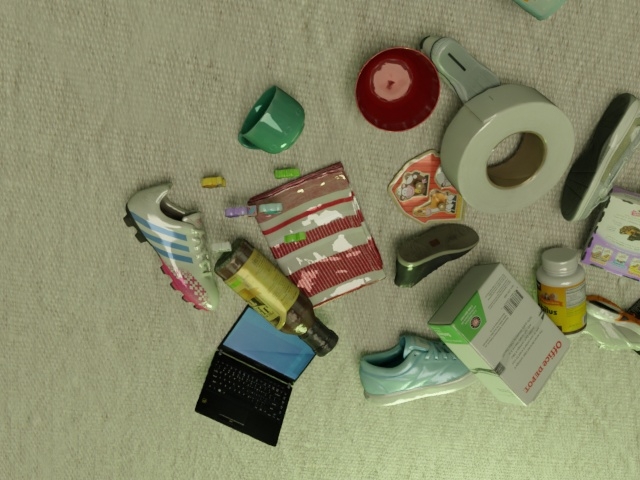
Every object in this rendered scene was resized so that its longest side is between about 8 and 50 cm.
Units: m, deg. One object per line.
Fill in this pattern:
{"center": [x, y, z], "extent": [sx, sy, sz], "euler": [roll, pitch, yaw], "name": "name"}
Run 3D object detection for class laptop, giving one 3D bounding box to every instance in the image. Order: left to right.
{"center": [-0.146, 0.335, 1.765], "extent": [0.234, 0.264, 0.137], "euler": [30, 143, -18], "name": "laptop"}

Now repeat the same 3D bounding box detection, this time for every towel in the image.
{"center": [0.000, 0.000, 1.694], "extent": [0.237, 0.037, 0.328], "euler": [-23, 115, 3], "name": "towel"}

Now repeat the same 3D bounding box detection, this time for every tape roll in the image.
{"center": [0.415, -0.201, 1.588], "extent": [0.287, 0.100, 0.286], "euler": [-10, 129, -12], "name": "tape roll"}

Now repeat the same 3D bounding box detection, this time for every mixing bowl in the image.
{"center": [0.158, -0.334, 1.531], "extent": [0.182, 0.098, 0.181], "euler": [-2, 116, -4], "name": "mixing bowl"}

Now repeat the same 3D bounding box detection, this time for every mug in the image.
{"center": [-0.100, -0.251, 1.531], "extent": [0.097, 0.158, 0.129], "euler": [33, 81, -22], "name": "mug"}

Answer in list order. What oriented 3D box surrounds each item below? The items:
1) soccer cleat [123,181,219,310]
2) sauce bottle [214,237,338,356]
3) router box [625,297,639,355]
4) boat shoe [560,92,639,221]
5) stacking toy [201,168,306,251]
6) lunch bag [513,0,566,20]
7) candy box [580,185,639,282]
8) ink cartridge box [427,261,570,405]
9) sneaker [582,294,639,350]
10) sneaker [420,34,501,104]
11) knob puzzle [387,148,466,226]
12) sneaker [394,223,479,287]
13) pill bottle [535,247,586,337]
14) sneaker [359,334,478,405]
{"center": [-0.303, 0.017, 1.615], "extent": [0.143, 0.116, 0.331], "euler": [-31, 114, 8], "name": "soccer cleat"}
{"center": [-0.097, 0.144, 1.687], "extent": [0.111, 0.111, 0.344], "euler": [-43, 105, 11], "name": "sauce bottle"}
{"center": [0.888, 0.247, 1.917], "extent": [0.179, 0.046, 0.133], "euler": [37, 104, -20], "name": "router box"}
{"center": [0.673, -0.180, 1.665], "extent": [0.103, 0.118, 0.320], "euler": [21, 102, -11], "name": "boat shoe"}
{"center": [-0.147, -0.069, 1.584], "extent": [0.221, 0.052, 0.166], "euler": [-7, 83, 0], "name": "stacking toy"}
{"center": [0.440, -0.605, 1.423], "extent": [0.224, 0.160, 0.262], "euler": [32, 100, -20], "name": "lunch bag"}
{"center": [0.745, -0.014, 1.716], "extent": [0.165, 0.070, 0.196], "euler": [21, 124, 14], "name": "candy box"}
{"center": [0.437, 0.229, 1.735], "extent": [0.289, 0.122, 0.211], "euler": [48, 69, -12], "name": "ink cartridge box"}
{"center": [0.786, 0.248, 1.843], "extent": [0.263, 0.099, 0.121], "euler": [29, 116, 16], "name": "sneaker"}
{"center": [0.310, -0.364, 1.551], "extent": [0.094, 0.091, 0.258], "euler": [-46, 132, 7], "name": "sneaker"}
{"center": [0.256, -0.120, 1.679], "extent": [0.213, 0.030, 0.213], "euler": [-3, 115, -6], "name": "knob puzzle"}
{"center": [0.276, 0.037, 1.736], "extent": [0.222, 0.083, 0.118], "euler": [-16, 147, -17], "name": "sneaker"}
{"center": [0.604, 0.130, 1.788], "extent": [0.117, 0.117, 0.214], "euler": [-13, 114, -2], "name": "pill bottle"}
{"center": [0.273, 0.304, 1.812], "extent": [0.366, 0.135, 0.150], "euler": [-19, 116, -1], "name": "sneaker"}
